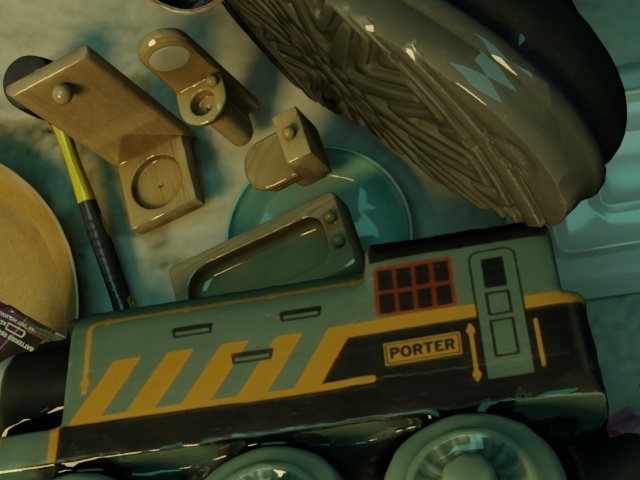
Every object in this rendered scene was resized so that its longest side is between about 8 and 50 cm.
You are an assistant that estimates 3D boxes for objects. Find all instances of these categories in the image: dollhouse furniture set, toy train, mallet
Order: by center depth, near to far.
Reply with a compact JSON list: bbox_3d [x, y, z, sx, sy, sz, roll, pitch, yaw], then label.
[{"bbox_3d":[-0.013,0.103,0.554,0.333,0.142,0.190,-10,51,10],"label":"toy train"},{"bbox_3d":[-0.076,-0.035,0.678,0.144,0.123,0.151,-25,63,15],"label":"dollhouse furniture set"},{"bbox_3d":[-0.156,-0.033,0.749,0.039,0.062,0.190,-23,74,10],"label":"mallet"}]

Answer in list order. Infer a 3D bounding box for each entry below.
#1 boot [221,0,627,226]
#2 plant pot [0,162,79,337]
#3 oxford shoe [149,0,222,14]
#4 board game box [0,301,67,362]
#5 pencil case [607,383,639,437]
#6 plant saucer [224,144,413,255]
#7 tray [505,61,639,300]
[{"bbox_3d":[0.165,-0.240,0.611,0.445,0.146,0.367,-44,31,-2],"label":"boot"},{"bbox_3d":[-0.265,0.054,0.768,0.236,0.032,0.236,-3,77,12],"label":"plant pot"},{"bbox_3d":[-0.085,-0.200,0.644,0.130,0.363,0.133,34,86,-20],"label":"oxford shoe"},{"bbox_3d":[-0.092,0.193,0.620,0.346,0.056,0.208,24,77,20],"label":"board game box"},{"bbox_3d":[0.216,0.217,0.589,0.124,0.124,0.284,-37,72,1],"label":"pencil case"},{"bbox_3d":[0.000,0.000,0.731,0.119,0.021,0.119,-3,77,11],"label":"plant saucer"},{"bbox_3d":[0.241,-0.049,0.690,0.270,0.030,0.145,-9,76,9],"label":"tray"}]
